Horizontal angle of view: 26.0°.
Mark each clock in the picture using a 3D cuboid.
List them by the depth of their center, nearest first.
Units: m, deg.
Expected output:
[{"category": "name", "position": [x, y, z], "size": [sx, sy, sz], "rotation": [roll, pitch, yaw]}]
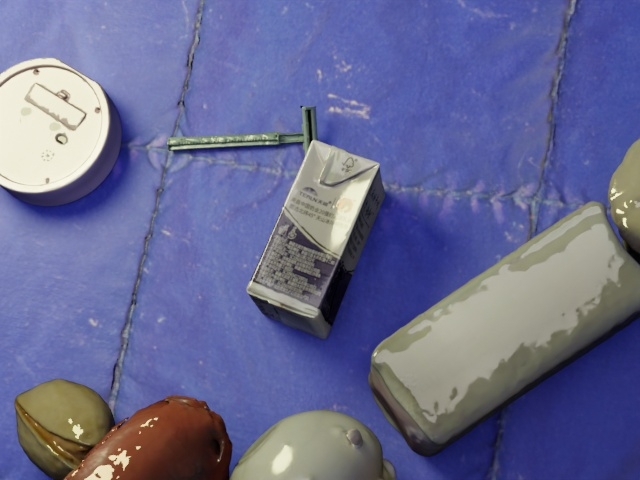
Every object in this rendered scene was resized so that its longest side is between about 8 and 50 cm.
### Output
[{"category": "clock", "position": [-0.377, -0.149, 1.911], "size": [0.197, 0.068, 0.196], "rotation": [-2, 74, 7]}]

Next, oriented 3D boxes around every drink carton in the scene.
[{"category": "drink carton", "position": [0.000, -0.001, 1.783], "size": [0.102, 0.134, 0.222], "rotation": [21, 78, 14]}]

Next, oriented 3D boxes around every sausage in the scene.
[{"category": "sausage", "position": [-0.221, 0.299, 1.643], "size": [0.152, 0.152, 0.280], "rotation": [39, 61, 16]}]

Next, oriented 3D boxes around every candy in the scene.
[{"category": "candy", "position": [0.229, 0.113, 1.685], "size": [0.359, 0.208, 0.145], "rotation": [-34, 79, -3]}]

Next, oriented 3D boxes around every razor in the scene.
[{"category": "razor", "position": [-0.107, -0.137, 1.892], "size": [0.211, 0.036, 0.084], "rotation": [-2, 94, 13]}]

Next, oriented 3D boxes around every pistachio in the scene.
[{"category": "pistachio", "position": [-0.322, 0.242, 1.758], "size": [0.124, 0.185, 0.124], "rotation": [-6, 104, -27]}]

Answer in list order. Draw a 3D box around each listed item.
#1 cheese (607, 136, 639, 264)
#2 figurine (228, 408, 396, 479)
[{"category": "cheese", "position": [0.530, -0.052, 1.694], "size": [0.332, 0.153, 0.292], "rotation": [11, 72, 21]}, {"category": "figurine", "position": [0.043, 0.397, 1.630], "size": [0.394, 0.274, 0.226], "rotation": [48, 129, 1]}]
